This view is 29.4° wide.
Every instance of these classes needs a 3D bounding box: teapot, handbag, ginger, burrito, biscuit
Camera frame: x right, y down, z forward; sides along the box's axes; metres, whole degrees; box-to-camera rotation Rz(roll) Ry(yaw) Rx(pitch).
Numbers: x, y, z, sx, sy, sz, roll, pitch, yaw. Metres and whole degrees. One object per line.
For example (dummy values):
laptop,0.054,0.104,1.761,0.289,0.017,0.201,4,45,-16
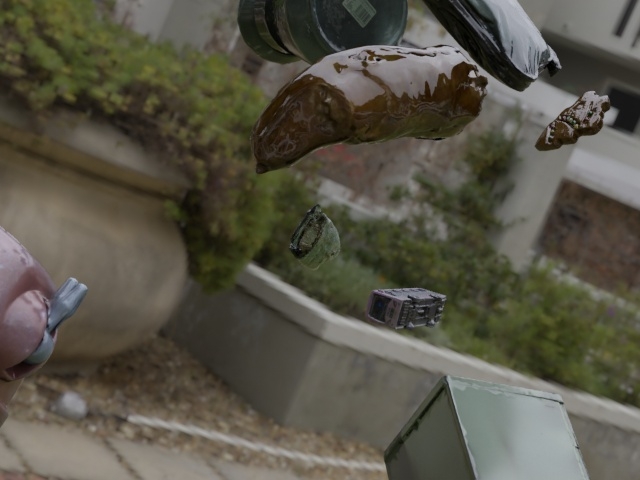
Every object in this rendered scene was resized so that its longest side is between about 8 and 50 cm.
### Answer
teapot,0.006,-0.282,1.568,0.203,0.171,0.225,51,-17,-23
handbag,0.198,-0.335,1.652,0.332,0.075,0.191,48,28,-2
ginger,0.067,-0.143,1.224,0.133,0.107,0.309,-2,9,42
burrito,-0.002,0.003,1.587,0.044,0.074,0.118,29,-7,22
biscuit,0.264,-0.124,1.285,0.016,0.092,0.082,48,28,-23

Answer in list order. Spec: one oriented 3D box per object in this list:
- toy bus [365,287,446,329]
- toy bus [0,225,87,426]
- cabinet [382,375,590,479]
toy bus,0.094,0.071,1.318,0.052,0.037,0.130,19,8,27
toy bus,-0.373,0.099,1.139,0.232,0.294,0.197,23,-22,18
cabinet,0.176,0.268,1.221,0.150,0.145,0.206,12,41,-23
